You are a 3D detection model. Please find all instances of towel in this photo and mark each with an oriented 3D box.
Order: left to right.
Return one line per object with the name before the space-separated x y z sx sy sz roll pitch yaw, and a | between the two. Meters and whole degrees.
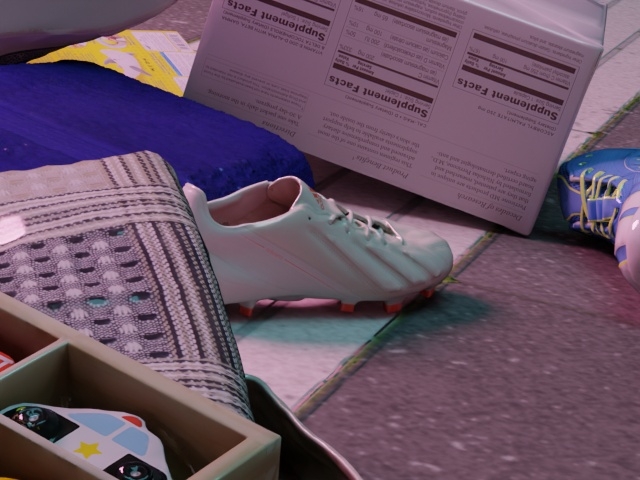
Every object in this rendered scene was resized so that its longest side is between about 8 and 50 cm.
towel | -0.197 0.041 0.765 0.324 0.056 0.312 -6 28 -9
towel | -0.164 -0.035 1.172 0.228 0.076 0.308 23 21 22

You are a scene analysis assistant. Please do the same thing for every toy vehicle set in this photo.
toy vehicle set | -0.168 0.062 0.634 0.267 0.035 0.166 24 36 31

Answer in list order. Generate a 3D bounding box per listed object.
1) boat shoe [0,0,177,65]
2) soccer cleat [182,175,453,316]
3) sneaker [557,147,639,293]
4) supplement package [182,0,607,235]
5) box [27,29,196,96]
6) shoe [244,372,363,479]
boat shoe | -0.250 -0.173 1.330 0.341 0.127 0.158 -19 9 -22
soccer cleat | 0.000 0.000 1.107 0.196 0.076 0.068 -3 20 -34
sneaker | 0.207 -0.012 1.271 0.126 0.091 0.240 -4 10 26
supplement package | 0.060 -0.135 1.394 0.262 0.145 0.204 21 18 3
box | -0.164 -0.114 1.420 0.179 0.043 0.105 -1 37 -37
shoe | -0.020 0.107 0.743 0.077 0.058 0.219 8 11 -14
